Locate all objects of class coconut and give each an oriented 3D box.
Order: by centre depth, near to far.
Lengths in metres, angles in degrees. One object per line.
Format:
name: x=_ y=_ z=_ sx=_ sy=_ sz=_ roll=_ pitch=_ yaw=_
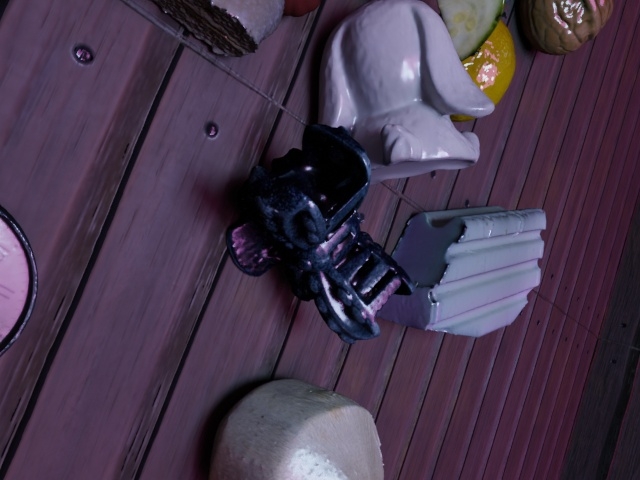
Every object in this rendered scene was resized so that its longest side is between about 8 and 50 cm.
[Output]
coconut: x=-0.024 y=0.337 z=0.630 sx=0.245 sy=0.247 sz=0.245 roll=-11 pitch=106 yaw=-42

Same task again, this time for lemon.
lemon: x=0.252 y=-0.315 z=0.783 sx=0.187 sy=0.186 sz=0.244 roll=47 pitch=45 yaw=-38

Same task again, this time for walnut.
walnut: x=0.576 y=-0.557 z=1.028 sx=0.213 sy=0.213 sz=0.213 roll=-10 pitch=106 yaw=-40

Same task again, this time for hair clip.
hair clip: x=-0.005 y=-0.004 z=0.607 sx=0.194 sy=0.206 sz=0.310 roll=-42 pitch=129 yaw=-21

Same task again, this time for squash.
squash: x=0.243 y=-0.434 z=0.707 sx=0.203 sy=0.111 sz=0.289 roll=61 pitch=31 yaw=-22

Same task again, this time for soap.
soap: x=0.316 y=0.064 z=0.942 sx=0.446 sy=0.156 sz=0.261 roll=-8 pitch=105 yaw=-41

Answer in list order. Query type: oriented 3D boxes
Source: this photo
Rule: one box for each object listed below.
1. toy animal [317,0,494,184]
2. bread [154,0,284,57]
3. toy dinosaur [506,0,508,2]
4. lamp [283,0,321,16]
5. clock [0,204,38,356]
toy animal: x=0.112 y=-0.231 z=0.657 sx=0.206 sy=0.271 sz=0.265 roll=-8 pitch=92 yaw=-67
bread: x=-0.170 y=-0.358 z=0.455 sx=0.337 sy=0.102 sz=0.183 roll=28 pitch=76 yaw=-40
toy dinosaur: x=0.410 y=-0.586 z=0.941 sx=0.331 sy=0.129 sz=0.384 roll=-13 pitch=109 yaw=-49
lamp: x=-0.037 y=-0.355 z=0.579 sx=0.101 sy=0.090 sz=0.101 roll=-3 pitch=121 yaw=-5
clock: x=-0.377 y=0.042 z=0.388 sx=0.215 sy=0.042 sz=0.215 roll=-11 pitch=106 yaw=-41
